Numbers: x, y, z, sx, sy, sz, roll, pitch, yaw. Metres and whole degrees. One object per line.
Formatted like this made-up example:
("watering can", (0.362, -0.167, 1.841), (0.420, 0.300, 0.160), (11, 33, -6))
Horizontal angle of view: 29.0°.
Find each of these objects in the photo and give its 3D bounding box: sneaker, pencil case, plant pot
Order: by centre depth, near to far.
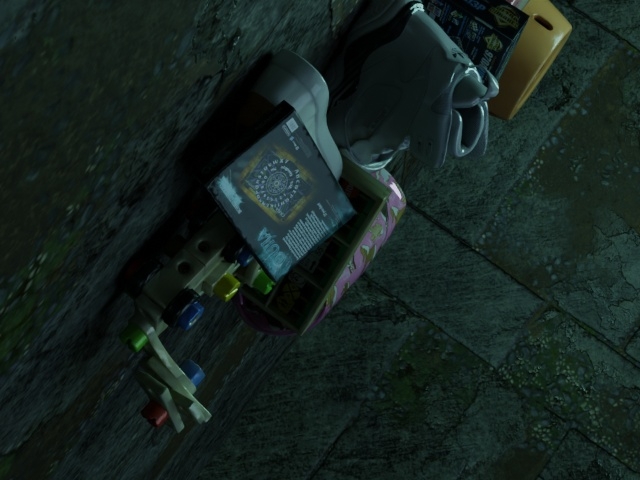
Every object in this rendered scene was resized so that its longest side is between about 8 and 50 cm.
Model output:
("sneaker", (-0.052, -0.104, 1.437), (0.123, 0.106, 0.290), (-50, 161, -14))
("sneaker", (0.086, -0.131, 1.650), (0.137, 0.210, 0.366), (-16, 143, -52))
("pencil case", (0.000, 0.000, 1.939), (0.160, 0.167, 0.386), (-45, 180, 35))
("plant pot", (0.304, -0.348, 2.174), (0.291, 0.203, 0.291), (-54, 173, -10))

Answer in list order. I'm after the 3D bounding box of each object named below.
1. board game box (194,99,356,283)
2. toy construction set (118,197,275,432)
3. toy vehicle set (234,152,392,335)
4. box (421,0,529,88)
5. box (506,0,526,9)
("board game box", (-0.045, -0.049, 1.340), (0.126, 0.026, 0.186), (-41, 138, -8))
("toy construction set", (-0.139, 0.058, 1.463), (0.215, 0.151, 0.327), (110, 6, -65))
("toy vehicle set", (-0.033, -0.013, 1.675), (0.035, 0.166, 0.267), (-46, 168, -54))
("box", (0.194, -0.301, 1.784), (0.051, 0.175, 0.220), (-53, 172, -17))
("box", (0.250, -0.388, 1.936), (0.232, 0.127, 0.148), (-51, 173, -27))
